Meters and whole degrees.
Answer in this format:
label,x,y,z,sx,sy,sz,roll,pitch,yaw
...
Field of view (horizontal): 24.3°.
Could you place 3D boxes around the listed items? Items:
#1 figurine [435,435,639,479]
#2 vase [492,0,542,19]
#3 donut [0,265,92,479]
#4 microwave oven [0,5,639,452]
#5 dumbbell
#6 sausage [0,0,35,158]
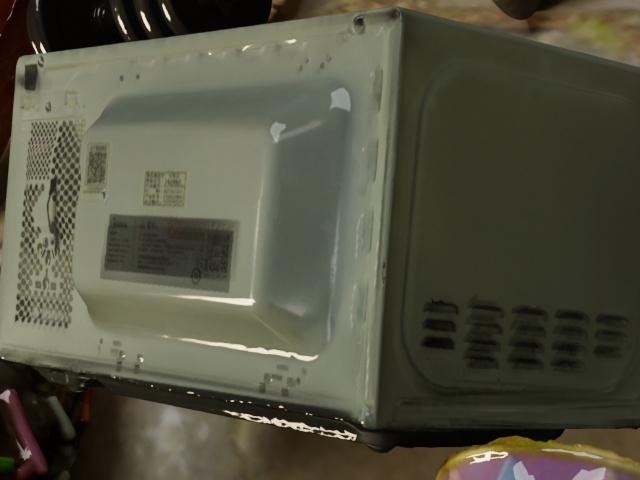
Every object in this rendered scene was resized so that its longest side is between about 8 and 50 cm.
label,x,y,z,sx,sy,sz,roll,pitch,yaw
figurine,0.030,0.177,0.311,0.189,0.142,0.263,-42,19,56
vase,0.115,-0.140,0.645,0.101,0.053,0.053,-33,35,27
donut,-0.222,0.115,0.684,0.270,0.103,0.269,-37,23,19
microwave oven,0.000,0.000,0.510,0.208,0.162,0.122,2,88,50
dumbbell,-0.098,-0.132,0.837,0.208,0.099,0.099,-5,51,48
sausage,-0.218,-0.134,0.935,0.102,0.102,0.330,13,78,54
